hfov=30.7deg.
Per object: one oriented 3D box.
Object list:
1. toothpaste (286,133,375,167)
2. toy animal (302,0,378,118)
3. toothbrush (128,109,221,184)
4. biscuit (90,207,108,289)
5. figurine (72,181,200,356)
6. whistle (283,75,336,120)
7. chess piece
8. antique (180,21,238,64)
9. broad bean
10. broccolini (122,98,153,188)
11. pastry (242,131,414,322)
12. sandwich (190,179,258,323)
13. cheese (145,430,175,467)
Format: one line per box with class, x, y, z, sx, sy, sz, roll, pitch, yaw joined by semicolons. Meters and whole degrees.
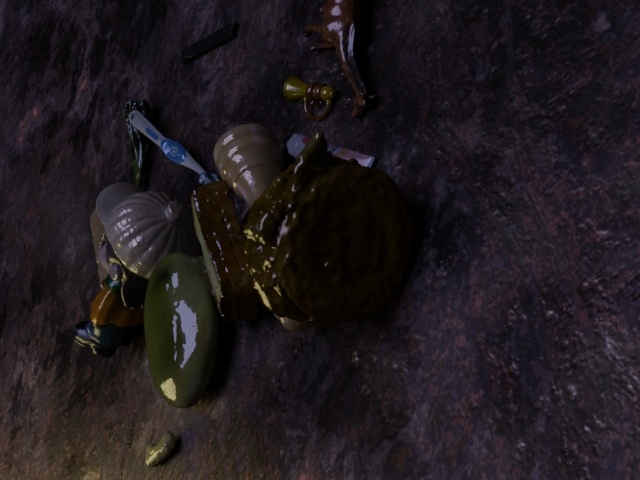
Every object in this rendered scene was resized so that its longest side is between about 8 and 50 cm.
toothpaste;0.014;-0.124;1.820;0.194;0.043;0.067;29;95;50
toy animal;0.033;-0.314;1.867;0.230;0.066;0.224;21;102;59
toothbrush;-0.278;-0.172;2.226;0.386;0.040;0.040;40;107;48
biscuit;-0.405;-0.001;2.327;0.108;0.062;0.239;-50;39;27
figurine;-0.327;0.063;2.116;0.205;0.185;0.332;19;115;18
whistle;-0.017;-0.235;1.916;0.109;0.046;0.057;25;80;50
chess piece;-0.073;-0.016;1.828;0.117;0.117;0.397;-49;41;29
antique;-0.222;-0.389;2.304;0.192;0.015;0.031;-16;61;51
broad bean;-0.237;0.150;1.964;0.189;0.121;0.263;-17;62;50
broccolini;-0.367;-0.196;2.396;0.091;0.068;0.202;-28;66;52
pastry;0.000;0.000;1.603;0.132;0.235;0.240;14;74;60
sandwich;-0.149;0.025;1.827;0.214;0.065;0.186;95;157;-67
cheese;-0.272;0.355;1.989;0.083;0.030;0.044;-46;46;40
